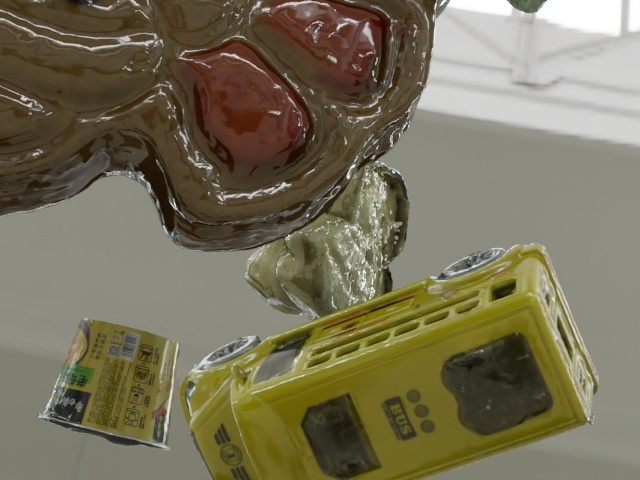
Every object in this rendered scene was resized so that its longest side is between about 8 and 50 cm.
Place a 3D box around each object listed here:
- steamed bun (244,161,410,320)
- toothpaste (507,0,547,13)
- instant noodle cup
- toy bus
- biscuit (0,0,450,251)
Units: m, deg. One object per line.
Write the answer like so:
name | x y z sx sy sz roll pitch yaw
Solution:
steamed bun | 0.000 0.000 1.243 0.106 0.178 0.192 7 -6 26
toothpaste | 0.152 -0.213 0.660 0.062 0.037 0.216 25 -62 -2
instant noodle cup | -0.220 0.157 1.413 0.151 0.122 0.151 16 -10 3
toy bus | 0.041 0.127 1.019 0.330 0.152 0.144 -22 -81 16
biscuit | -0.108 -0.148 0.657 0.359 0.381 0.074 29 -32 12
